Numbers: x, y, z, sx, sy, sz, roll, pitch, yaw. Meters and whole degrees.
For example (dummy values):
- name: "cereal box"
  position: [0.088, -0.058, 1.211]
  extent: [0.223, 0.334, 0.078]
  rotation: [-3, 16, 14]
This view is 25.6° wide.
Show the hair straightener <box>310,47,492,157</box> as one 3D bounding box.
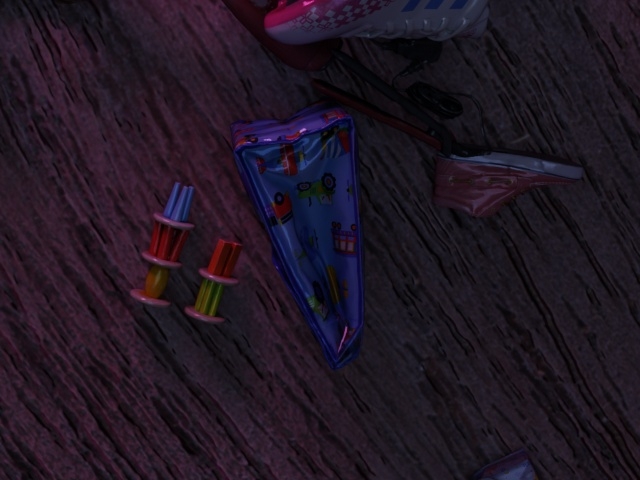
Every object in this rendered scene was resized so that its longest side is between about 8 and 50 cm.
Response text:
- name: "hair straightener"
  position: [0.107, -0.164, 1.626]
  extent: [0.230, 0.047, 0.089]
  rotation: [27, 101, -15]

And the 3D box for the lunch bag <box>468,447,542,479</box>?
- name: "lunch bag"
  position: [0.239, 0.316, 1.790]
  extent: [0.083, 0.053, 0.071]
  rotation: [-25, 101, 9]

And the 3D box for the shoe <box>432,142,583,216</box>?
- name: "shoe"
  position: [0.224, -0.068, 1.708]
  extent: [0.178, 0.063, 0.081]
  rotation: [8, 102, -1]

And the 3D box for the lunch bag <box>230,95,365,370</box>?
- name: "lunch bag"
  position: [0.000, 0.000, 1.617]
  extent: [0.138, 0.221, 0.293]
  rotation: [-16, 102, -1]

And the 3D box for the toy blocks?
- name: "toy blocks"
  position: [-0.150, 0.014, 1.692]
  extent: [0.123, 0.054, 0.148]
  rotation: [17, 99, -8]

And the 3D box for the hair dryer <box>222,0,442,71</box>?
- name: "hair dryer"
  position: [0.001, -0.307, 1.628]
  extent: [0.293, 0.080, 0.223]
  rotation: [-5, 105, -13]

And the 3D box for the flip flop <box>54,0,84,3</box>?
- name: "flip flop"
  position: [-0.268, -0.306, 1.566]
  extent: [0.277, 0.080, 0.112]
  rotation: [5, 132, 10]

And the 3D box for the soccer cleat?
- name: "soccer cleat"
  position: [0.105, -0.266, 1.559]
  extent: [0.331, 0.116, 0.143]
  rotation: [-26, 107, -7]
